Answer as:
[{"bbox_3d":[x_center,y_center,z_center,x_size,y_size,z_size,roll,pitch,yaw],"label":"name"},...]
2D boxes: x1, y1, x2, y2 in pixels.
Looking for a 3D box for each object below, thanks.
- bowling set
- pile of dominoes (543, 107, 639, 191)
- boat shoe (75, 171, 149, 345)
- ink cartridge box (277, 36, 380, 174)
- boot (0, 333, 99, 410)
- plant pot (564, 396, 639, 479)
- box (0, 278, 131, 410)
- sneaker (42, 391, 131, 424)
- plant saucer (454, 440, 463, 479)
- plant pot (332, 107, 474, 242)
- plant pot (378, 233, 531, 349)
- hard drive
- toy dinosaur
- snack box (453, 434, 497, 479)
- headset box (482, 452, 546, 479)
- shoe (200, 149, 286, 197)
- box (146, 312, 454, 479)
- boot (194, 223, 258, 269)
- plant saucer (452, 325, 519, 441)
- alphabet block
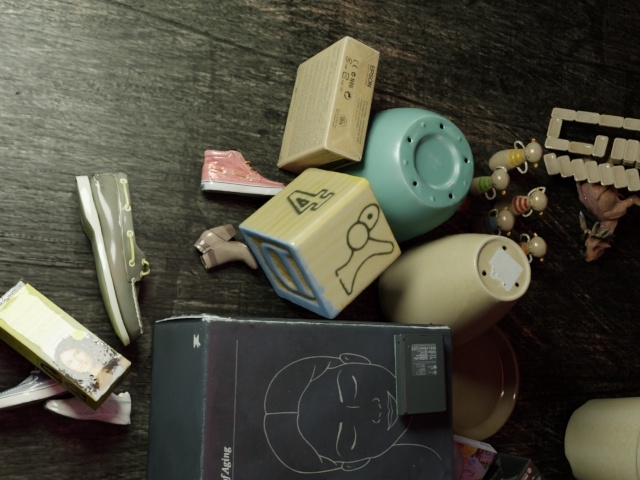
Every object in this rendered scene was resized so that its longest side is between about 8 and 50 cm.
[{"bbox_3d":[0.409,-0.078,1.641,0.200,0.154,0.286,-9,88,-29],"label":"bowling set"},{"bbox_3d":[0.691,-0.224,1.806,0.040,0.251,0.195,54,52,-64],"label":"pile of dominoes"},{"bbox_3d":[-0.347,0.028,1.251,0.091,0.109,0.304,-14,87,-24],"label":"boat shoe"},{"bbox_3d":[0.015,-0.258,1.430,0.088,0.193,0.234,17,77,-28],"label":"ink cartridge box"},{"bbox_3d":[-0.455,0.219,1.202,0.190,0.069,0.086,-13,78,-33],"label":"boot"},{"bbox_3d":[0.758,0.495,1.671,0.334,0.305,0.333,4,81,-27],"label":"plant pot"},{"bbox_3d":[-0.427,0.169,1.167,0.232,0.058,0.087,35,54,3],"label":"box"},{"bbox_3d":[-0.396,0.280,1.229,0.152,0.054,0.061,17,70,-35],"label":"sneaker"},{"bbox_3d":[0.215,0.491,1.492,0.195,0.037,0.194,-4,106,-14],"label":"plant saucer"},{"bbox_3d":[0.170,-0.139,1.476,0.293,0.235,0.292,3,83,-27],"label":"plant pot"},{"bbox_3d":[0.294,0.087,1.467,0.257,0.274,0.256,7,71,-21],"label":"plant pot"},{"bbox_3d":[0.171,0.227,1.224,0.094,0.022,0.135,3,81,-28],"label":"hard drive"},{"bbox_3d":[0.705,-0.107,1.827,0.200,0.127,0.295,-26,89,-16],"label":"toy dinosaur"},{"bbox_3d":[0.300,0.478,1.560,0.141,0.037,0.100,21,103,-24],"label":"snack box"},{"bbox_3d":[0.455,0.660,1.600,0.218,0.110,0.293,-44,104,-26],"label":"headset box"},{"bbox_3d":[-0.145,-0.130,1.403,0.178,0.063,0.081,4,86,-24],"label":"shoe"},{"bbox_3d":[-0.038,0.379,1.265,0.472,0.297,0.479,6,80,-29],"label":"box"},{"bbox_3d":[-0.184,0.028,1.380,0.087,0.042,0.118,-37,100,-20],"label":"boot"},{"bbox_3d":[0.331,0.310,1.617,0.278,0.041,0.277,3,83,-28],"label":"plant saucer"},{"bbox_3d":[0.000,0.000,1.361,0.197,0.193,0.192,-41,124,-23],"label":"alphabet block"}]
